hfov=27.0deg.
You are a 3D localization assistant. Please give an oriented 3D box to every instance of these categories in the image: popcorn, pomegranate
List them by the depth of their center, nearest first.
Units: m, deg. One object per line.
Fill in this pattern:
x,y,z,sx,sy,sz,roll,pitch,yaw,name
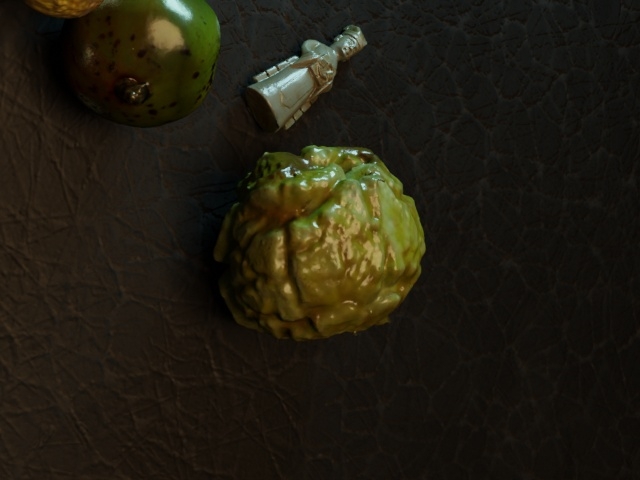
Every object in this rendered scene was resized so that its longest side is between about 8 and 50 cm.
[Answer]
-0.218,-0.259,1.607,0.198,0.198,0.246,9,75,-37,pomegranate
0.007,0.007,1.748,0.282,0.282,0.247,0,81,-37,popcorn

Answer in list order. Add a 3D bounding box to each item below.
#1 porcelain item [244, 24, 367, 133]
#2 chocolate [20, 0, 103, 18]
-0.010,-0.233,1.846,0.213,0.054,0.084,-40,117,-29,porcelain item
-0.274,-0.358,1.514,0.134,0.134,0.309,52,23,-28,chocolate
